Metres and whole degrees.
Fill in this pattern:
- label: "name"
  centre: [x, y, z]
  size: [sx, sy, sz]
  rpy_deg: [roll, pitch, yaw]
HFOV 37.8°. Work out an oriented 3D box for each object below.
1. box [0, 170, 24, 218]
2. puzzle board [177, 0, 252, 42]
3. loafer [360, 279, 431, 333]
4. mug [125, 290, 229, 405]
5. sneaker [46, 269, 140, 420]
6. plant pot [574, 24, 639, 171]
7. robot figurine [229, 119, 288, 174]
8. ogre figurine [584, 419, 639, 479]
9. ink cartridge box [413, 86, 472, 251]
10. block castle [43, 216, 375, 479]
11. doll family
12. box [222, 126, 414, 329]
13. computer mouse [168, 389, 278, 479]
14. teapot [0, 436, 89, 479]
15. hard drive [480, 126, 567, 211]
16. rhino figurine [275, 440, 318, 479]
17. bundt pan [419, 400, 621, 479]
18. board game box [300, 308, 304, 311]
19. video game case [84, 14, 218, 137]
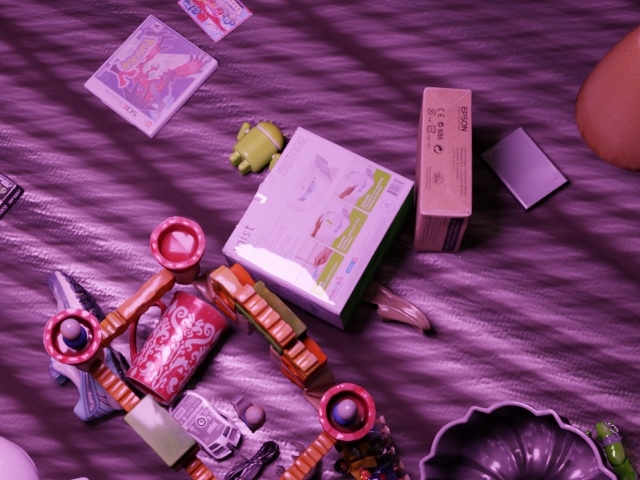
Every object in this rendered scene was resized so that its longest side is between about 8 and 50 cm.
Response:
- label: "box"
  centre: [-0.694, -0.081, 1.771]
  size: [0.191, 0.045, 0.184]
  rpy_deg: [33, 79, 14]
- label: "puzzle board"
  centre: [-0.213, -0.468, 1.881]
  size: [0.096, 0.011, 0.128]
  rpy_deg: [-40, 72, -9]
- label: "loafer"
  centre: [0.126, 0.122, 1.620]
  size: [0.148, 0.056, 0.050]
  rpy_deg: [32, 77, 25]
- label: "mug"
  centre: [-0.259, 0.184, 1.599]
  size: [0.150, 0.113, 0.169]
  rpy_deg: [9, 59, 43]
- label: "sneaker"
  centre: [-0.428, 0.181, 1.621]
  size: [0.122, 0.110, 0.283]
  rpy_deg: [-30, 70, -2]
- label: "plant pot"
  centre: [0.582, -0.274, 1.611]
  size: [0.237, 0.254, 0.237]
  rpy_deg: [-1, 71, 4]
- label: "robot figurine"
  centre: [-0.116, -0.174, 1.737]
  size: [0.101, 0.067, 0.115]
  rpy_deg: [43, 79, 11]
- label: "ogre figurine"
  centre: [0.424, 0.386, 1.481]
  size: [0.197, 0.097, 0.118]
  rpy_deg: [-30, 52, -21]
- label: "ink cartridge box"
  centre: [0.211, -0.118, 1.621]
  size: [0.088, 0.193, 0.234]
  rpy_deg: [2, 71, 4]
- label: "block castle"
  centre: [-0.161, 0.209, 1.417]
  size: [0.453, 0.213, 0.303]
  rpy_deg: [44, 74, 11]
- label: "doll family"
  centre: [0.079, 0.383, 1.521]
  size: [0.111, 0.076, 0.193]
  rpy_deg: [-22, 73, -8]
- label: "box"
  centre: [0.000, -0.022, 1.590]
  size: [0.231, 0.127, 0.262]
  rpy_deg: [26, 75, 13]
- label: "computer mouse"
  centre: [-0.172, 0.327, 1.582]
  size: [0.193, 0.042, 0.106]
  rpy_deg: [40, 83, 11]
- label: "teapot"
  centre: [-0.555, 0.410, 1.517]
  size: [0.252, 0.187, 0.256]
  rpy_deg: [-44, 89, 18]
- label: "hard drive"
  centre: [0.369, -0.130, 1.701]
  size: [0.094, 0.022, 0.135]
  rpy_deg: [-34, 71, -7]
- label: "rhino figurine"
  centre: [-0.016, 0.441, 1.509]
  size: [0.106, 0.073, 0.243]
  rpy_deg: [-16, 68, -4]
- label: "bundt pan"
  centre: [0.312, 0.408, 1.414]
  size: [0.331, 0.124, 0.331]
  rpy_deg: [-6, 79, 32]
- label: "board game box"
  centre: [0.000, 0.000, 1.676]
  size: [0.210, 0.047, 0.160]
  rpy_deg: [-38, 72, -9]
- label: "video game case"
  centre: [-0.332, -0.325, 1.834]
  size: [0.183, 0.023, 0.201]
  rpy_deg: [37, 77, 16]
